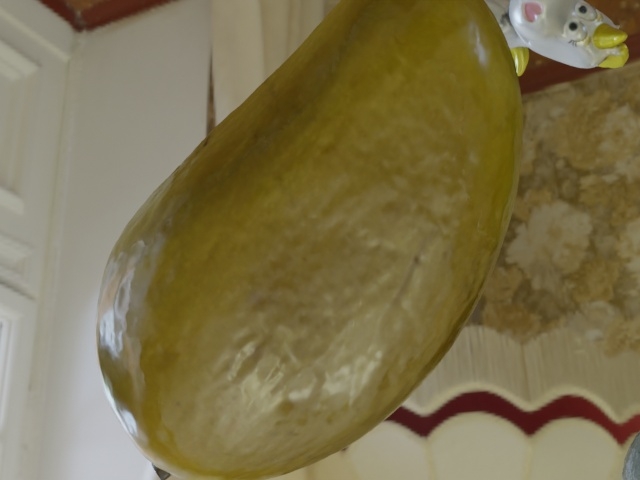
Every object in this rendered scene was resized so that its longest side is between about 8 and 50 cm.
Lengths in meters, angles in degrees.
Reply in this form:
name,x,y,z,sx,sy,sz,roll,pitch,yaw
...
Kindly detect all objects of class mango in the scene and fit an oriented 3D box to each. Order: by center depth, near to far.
name,x,y,z,sx,sy,sz,roll,pitch,yaw
mango,0.004,0.007,0.554,0.331,0.142,0.195,-45,106,4

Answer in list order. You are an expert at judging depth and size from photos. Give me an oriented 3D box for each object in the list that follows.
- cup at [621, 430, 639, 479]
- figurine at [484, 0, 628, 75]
name,x,y,z,sx,sy,sz,roll,pitch,yaw
cup,0.317,0.200,0.744,0.199,0.199,0.150,-1,-169,-2
figurine,0.211,-0.208,0.886,0.178,0.109,0.129,15,158,49
